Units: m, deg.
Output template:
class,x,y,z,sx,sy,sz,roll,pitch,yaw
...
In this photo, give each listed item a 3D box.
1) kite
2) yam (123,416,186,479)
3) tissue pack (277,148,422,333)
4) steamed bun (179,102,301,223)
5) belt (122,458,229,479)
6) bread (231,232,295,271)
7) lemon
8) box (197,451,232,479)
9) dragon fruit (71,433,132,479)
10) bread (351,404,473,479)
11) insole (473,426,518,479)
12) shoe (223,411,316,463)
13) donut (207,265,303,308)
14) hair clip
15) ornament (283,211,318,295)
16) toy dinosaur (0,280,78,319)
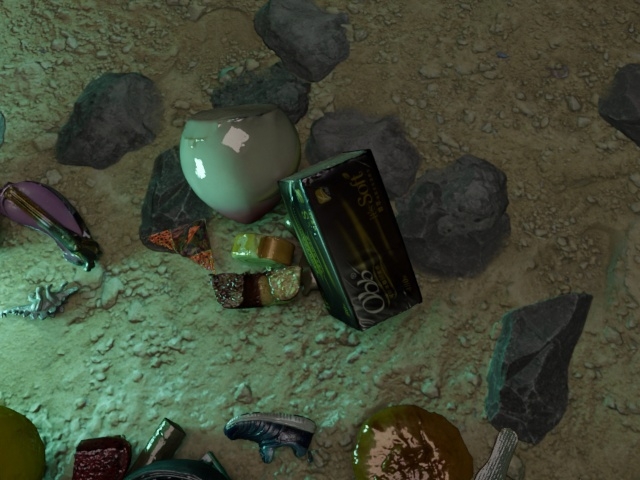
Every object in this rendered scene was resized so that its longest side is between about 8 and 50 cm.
class,x,y,z,sx,sy,sz,roll,pitch,yaw
kite,-0.331,-0.008,1.415,0.222,0.008,0.125,27,72,10
yam,-0.367,0.481,1.205,0.068,0.068,0.169,30,72,11
tissue pack,0.070,0.000,1.232,0.198,0.210,0.370,-26,102,-18
steamed bun,-0.191,-0.179,1.351,0.309,0.309,0.310,0,70,1
belt,-0.301,0.551,1.105,0.267,0.116,0.207,-12,84,-4
bread,-0.143,0.029,1.333,0.149,0.122,0.073,2,73,31
lemon,-0.704,0.468,1.106,0.292,0.293,0.293,0,70,1
box,-0.235,0.597,1.173,0.161,0.042,0.226,-39,74,-13
dragon fruit,-0.477,0.508,1.183,0.127,0.120,0.161,7,80,-12
bread,0.194,0.477,1.162,0.268,0.146,0.269,1,69,-3
insole,0.390,0.507,1.220,0.064,0.004,0.188,28,73,9
shoe,-0.112,0.434,1.205,0.207,0.091,0.106,8,65,0
donut,-0.140,0.115,1.303,0.217,0.141,0.085,-8,79,6
hair clip,-0.699,-0.056,1.413,0.358,0.095,0.110,35,109,21
ornament,0.000,0.000,1.381,0.245,0.061,0.230,-40,77,-8
toy dinosaur,-0.694,0.157,1.341,0.208,0.039,0.082,-17,72,-5
